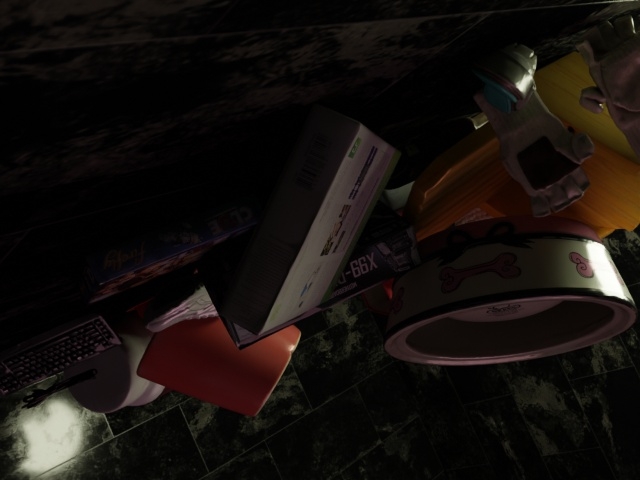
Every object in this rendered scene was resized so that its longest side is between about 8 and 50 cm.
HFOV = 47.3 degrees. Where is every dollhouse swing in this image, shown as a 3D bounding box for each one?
[{"bbox_3d":[0.339,-0.055,1.150,0.305,0.315,0.347,-50,168,-20],"label":"dollhouse swing"}]

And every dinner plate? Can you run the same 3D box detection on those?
[{"bbox_3d":[0.312,-0.222,1.287,0.141,0.017,0.141,-23,176,-2],"label":"dinner plate"}]

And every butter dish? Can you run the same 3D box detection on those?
[{"bbox_3d":[-0.324,0.157,1.642,0.160,0.118,0.160,-26,175,23],"label":"butter dish"}]

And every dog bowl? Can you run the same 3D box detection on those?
[{"bbox_3d":[0.302,0.091,1.223,0.408,0.150,0.408,-3,157,-1],"label":"dog bowl"}]

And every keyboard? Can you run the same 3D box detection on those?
[{"bbox_3d":[-0.562,0.266,1.510,0.317,0.033,0.201,-24,139,-3],"label":"keyboard"}]

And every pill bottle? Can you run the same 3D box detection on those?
[{"bbox_3d":[-0.411,0.266,1.762,0.224,0.224,0.392,-27,175,23],"label":"pill bottle"}]

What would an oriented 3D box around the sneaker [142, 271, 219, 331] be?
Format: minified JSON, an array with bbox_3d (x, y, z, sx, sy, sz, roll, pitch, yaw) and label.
[{"bbox_3d":[-0.198,0.107,1.288,0.232,0.115,0.090,-31,-149,-17],"label":"sneaker"}]

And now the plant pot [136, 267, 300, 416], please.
[{"bbox_3d":[-0.189,0.205,1.446,0.275,0.243,0.275,-60,-177,6],"label":"plant pot"}]

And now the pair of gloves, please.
[{"bbox_3d":[0.348,-0.162,0.957,0.240,0.204,0.042,-25,-171,9],"label":"pair of gloves"}]

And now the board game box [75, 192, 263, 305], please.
[{"bbox_3d":[-0.212,0.014,1.023,0.243,0.042,0.165,-23,175,-26],"label":"board game box"}]

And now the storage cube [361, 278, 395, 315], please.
[{"bbox_3d":[0.189,0.050,1.718,0.193,0.184,0.215,-28,-174,-16],"label":"storage cube"}]

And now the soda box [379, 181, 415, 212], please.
[{"bbox_3d":[0.196,-0.122,1.336,0.286,0.091,0.098,-23,174,-29],"label":"soda box"}]

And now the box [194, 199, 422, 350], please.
[{"bbox_3d":[-0.034,0.022,1.151,0.307,0.076,0.242,-24,-151,-12],"label":"box"}]

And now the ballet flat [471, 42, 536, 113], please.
[{"bbox_3d":[0.219,-0.196,0.847,0.068,0.072,0.213,-54,170,11],"label":"ballet flat"}]

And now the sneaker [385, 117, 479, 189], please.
[{"bbox_3d":[0.163,-0.136,1.162,0.188,0.066,0.071,-31,162,21],"label":"sneaker"}]

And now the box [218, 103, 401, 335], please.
[{"bbox_3d":[0.003,-0.024,0.856,0.232,0.058,0.322,-64,168,7],"label":"box"}]

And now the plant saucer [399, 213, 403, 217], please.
[{"bbox_3d":[0.130,-0.080,1.547,0.332,0.084,0.332,-24,176,-2],"label":"plant saucer"}]

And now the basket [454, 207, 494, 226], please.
[{"bbox_3d":[0.455,-0.126,1.591,0.331,0.266,0.328,-25,176,-6],"label":"basket"}]
